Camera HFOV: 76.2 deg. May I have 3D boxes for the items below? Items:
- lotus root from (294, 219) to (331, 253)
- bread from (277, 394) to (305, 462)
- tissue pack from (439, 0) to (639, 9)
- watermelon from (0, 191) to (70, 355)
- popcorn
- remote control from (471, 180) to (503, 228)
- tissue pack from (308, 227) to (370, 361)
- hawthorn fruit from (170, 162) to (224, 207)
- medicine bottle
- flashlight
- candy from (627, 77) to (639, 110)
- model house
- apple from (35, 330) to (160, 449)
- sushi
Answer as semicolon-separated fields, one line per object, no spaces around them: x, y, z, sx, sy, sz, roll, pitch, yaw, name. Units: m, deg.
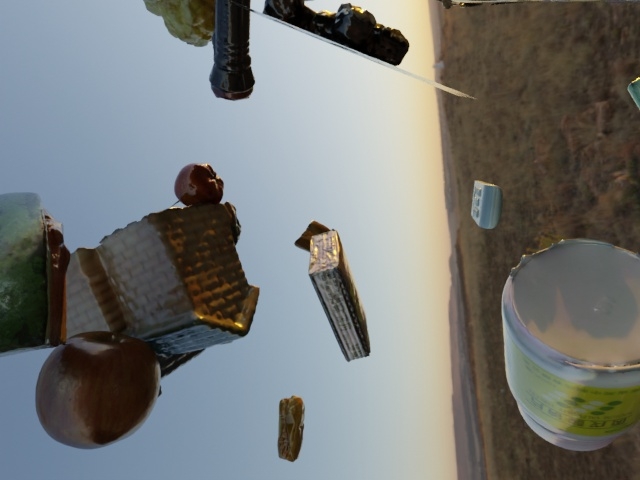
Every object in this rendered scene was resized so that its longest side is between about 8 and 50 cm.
0.002;0.004;1.208;0.095;0.135;0.159;-63;2;7;lotus root
-0.063;0.406;0.887;0.074;0.053;0.132;72;-161;-62;bread
0.223;-0.280;0.276;0.123;0.257;0.215;-35;-47;-36;tissue pack
-0.493;0.083;0.569;0.292;0.250;0.283;-55;36;42;watermelon
-0.319;-0.611;0.984;0.242;0.235;0.250;-41;-65;-16;popcorn
0.248;-0.057;0.615;0.162;0.029;0.061;-35;-49;-71;remote control
0.043;0.116;0.872;0.173;0.073;0.235;-91;-18;-62;tissue pack
-0.309;-0.136;1.033;0.125;0.140;0.125;12;-106;-48;hawthorn fruit
0.411;0.189;0.656;0.378;0.214;0.213;61;-150;-44;medicine bottle
-0.162;-0.376;0.742;0.232;0.093;0.093;101;-179;-47;flashlight
0.420;-0.030;0.439;0.119;0.119;0.439;62;-156;-51;candy
-0.380;0.164;1.045;0.395;0.445;0.400;-15;-98;-65;model house
-0.414;0.273;0.771;0.211;0.211;0.187;23;-99;-70;apple
0.042;-0.231;0.454;0.192;0.280;0.043;-59;-9;-66;sushi
